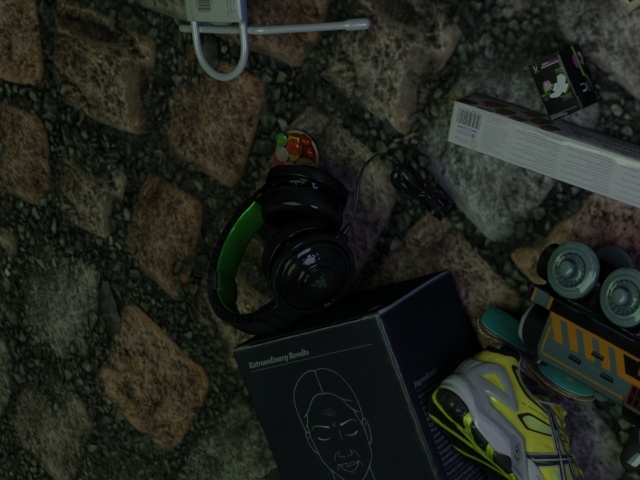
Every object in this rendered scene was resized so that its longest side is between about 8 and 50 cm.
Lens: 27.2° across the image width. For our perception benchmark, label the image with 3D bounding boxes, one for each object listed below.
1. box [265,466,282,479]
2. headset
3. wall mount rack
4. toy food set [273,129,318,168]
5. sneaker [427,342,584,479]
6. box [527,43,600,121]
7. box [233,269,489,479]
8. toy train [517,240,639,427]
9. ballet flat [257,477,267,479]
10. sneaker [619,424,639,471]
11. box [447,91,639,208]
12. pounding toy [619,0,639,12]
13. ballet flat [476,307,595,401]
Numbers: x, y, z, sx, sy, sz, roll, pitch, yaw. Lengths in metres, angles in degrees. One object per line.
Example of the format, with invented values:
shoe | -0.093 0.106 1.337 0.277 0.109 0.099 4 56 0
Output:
box | -0.031 0.498 2.111 0.058 0.322 0.232 -23 92 7
headset | 0.000 0.000 1.983 0.394 0.185 0.243 -33 43 31
wall mount rack | -0.088 -0.415 1.942 0.304 0.130 0.350 9 111 37
toy food set | -0.039 -0.132 2.066 0.082 0.020 0.083 12 113 32
sneaker | 0.312 0.309 1.867 0.385 0.147 0.145 53 158 -26
box | 0.323 -0.210 1.750 0.052 0.062 0.083 -20 95 40
box | 0.096 0.283 1.995 0.293 0.212 0.395 -16 97 39
toy train | 0.401 0.127 1.708 0.334 0.142 0.190 29 105 39
ballet flat | -0.079 0.526 2.293 0.077 0.079 0.221 -9 100 38
sneaker | 0.456 0.199 1.797 0.132 0.086 0.229 46 117 20
box | 0.326 -0.121 1.779 0.324 0.063 0.067 21 119 29
pounding toy | 0.410 -0.350 1.613 0.130 0.100 0.141 -38 83 39
ballet flat | 0.313 0.172 1.904 0.206 0.073 0.067 38 151 23
